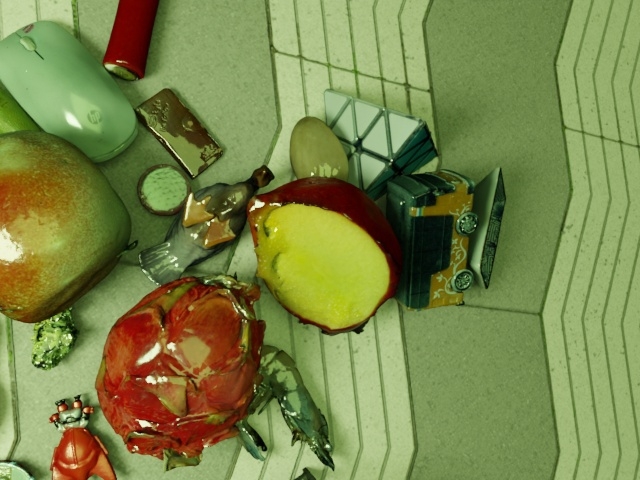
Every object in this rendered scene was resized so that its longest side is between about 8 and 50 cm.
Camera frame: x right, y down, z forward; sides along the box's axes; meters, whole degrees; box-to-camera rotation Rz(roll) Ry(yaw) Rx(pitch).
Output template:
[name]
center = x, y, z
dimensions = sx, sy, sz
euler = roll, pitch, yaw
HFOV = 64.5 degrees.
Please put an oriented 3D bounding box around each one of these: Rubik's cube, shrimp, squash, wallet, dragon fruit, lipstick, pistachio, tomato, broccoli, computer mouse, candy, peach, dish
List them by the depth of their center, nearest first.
[tomato]
center = -0.440, -0.026, 0.818
dimensions = 0.238, 0.303, 0.304
euler = -28, 94, -17
[dragon fruit]
center = -0.234, 0.214, 0.876
dimensions = 0.277, 0.277, 0.343
euler = 10, 84, -17
[broccoli]
center = -0.468, 0.172, 0.894
dimensions = 0.097, 0.092, 0.095
euler = -33, 109, -36
[squash]
center = -0.567, -0.223, 0.908
dimensions = 0.066, 0.066, 0.252
euler = -43, 98, -17
[computer mouse]
center = -0.465, -0.276, 0.933
dimensions = 0.159, 0.097, 0.288
euler = -41, 99, -15
[peach]
center = 0.000, 0.000, 0.984
dimensions = 0.257, 0.201, 0.361
euler = -36, 120, 22
[lipstick]
center = -0.360, -0.437, 0.990
dimensions = 0.080, 0.080, 0.241
euler = 13, 82, -17
[candy]
center = -0.306, -0.098, 0.996
dimensions = 0.103, 0.043, 0.103
euler = 1, 86, -16
[shrimp]
center = -0.090, 0.357, 1.015
dimensions = 0.178, 0.075, 0.289
euler = -29, 95, -10
[wallet]
center = -0.284, -0.218, 1.023
dimensions = 0.095, 0.026, 0.176
euler = -43, 99, -19
[pistachio]
center = -0.008, -0.173, 1.064
dimensions = 0.108, 0.126, 0.186
euler = -9, 70, -56
[Rubik's cube]
center = 0.131, -0.198, 1.097
dimensions = 0.228, 0.233, 0.229
euler = -78, 155, -46
[dish]
center = 0.363, -0.027, 1.170
dimensions = 0.080, 0.182, 0.243
euler = 10, 74, 27

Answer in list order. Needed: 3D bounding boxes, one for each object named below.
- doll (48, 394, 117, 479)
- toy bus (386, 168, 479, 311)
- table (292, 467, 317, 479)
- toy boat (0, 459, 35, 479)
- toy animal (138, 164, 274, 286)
[doll]
center = -0.434, 0.365, 0.903
dimensions = 0.109, 0.057, 0.169
euler = -11, 89, -17
[toy bus]
center = 0.223, -0.002, 1.068
dimensions = 0.167, 0.138, 0.276
euler = -7, 113, -16
[table]
center = -0.085, 0.619, 0.883
dimensions = 0.334, 0.272, 0.223
euler = -25, 92, -18
[toy boat]
center = -0.574, 0.411, 0.852
dimensions = 0.172, 0.058, 0.069
euler = 0, 85, -18
[toy animal]
center = -0.209, -0.034, 0.958
dimensions = 0.122, 0.185, 0.298
euler = 43, 100, -12
